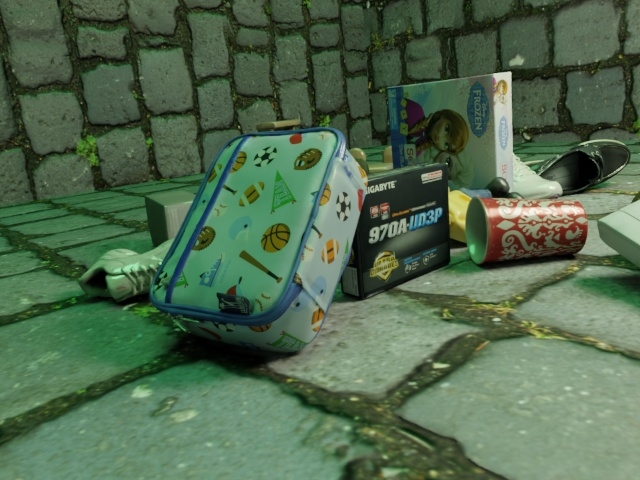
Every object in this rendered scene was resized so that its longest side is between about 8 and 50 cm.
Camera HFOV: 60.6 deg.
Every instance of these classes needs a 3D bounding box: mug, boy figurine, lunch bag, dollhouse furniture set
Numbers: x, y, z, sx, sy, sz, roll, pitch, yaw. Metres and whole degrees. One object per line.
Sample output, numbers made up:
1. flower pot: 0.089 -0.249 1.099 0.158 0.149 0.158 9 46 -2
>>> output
1. mug: 0.340 -0.025 0.931 0.169 0.113 0.150 -3 15 -2
2. boy figurine: 0.267 -0.067 1.067 0.285 0.092 0.177 -7 50 -37
3. lunch bag: -0.085 -0.006 0.715 0.243 0.115 0.304 5 60 32
4. dollhouse furniture set: 0.028 -0.249 1.677 0.393 0.257 0.362 0 15 25

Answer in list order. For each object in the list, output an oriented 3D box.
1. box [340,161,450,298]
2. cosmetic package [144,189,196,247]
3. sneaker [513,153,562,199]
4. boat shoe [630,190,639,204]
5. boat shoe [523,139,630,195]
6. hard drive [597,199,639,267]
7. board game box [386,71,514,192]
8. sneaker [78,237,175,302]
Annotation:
1. box: 0.119 -0.023 0.863 0.220 0.175 0.051 -16 17 -39
2. cosmetic package: -0.314 -0.037 1.216 0.107 0.127 0.238 -11 12 -22
3. sneaker: 0.457 -0.160 1.355 0.114 0.152 0.305 -10 15 -26
4. boat shoe: 0.653 -0.019 0.816 0.341 0.123 0.123 4 43 -3
5. boat shoe: 0.666 -0.182 1.416 0.339 0.127 0.113 -9 15 -7
6. hard drive: 0.578 -0.043 0.682 0.352 0.047 0.233 -26 27 2
7. board game box: 0.296 -0.212 1.281 0.065 0.319 0.318 -17 16 -34
8. sneaker: -0.294 0.062 0.908 0.232 0.091 0.115 -11 18 19
